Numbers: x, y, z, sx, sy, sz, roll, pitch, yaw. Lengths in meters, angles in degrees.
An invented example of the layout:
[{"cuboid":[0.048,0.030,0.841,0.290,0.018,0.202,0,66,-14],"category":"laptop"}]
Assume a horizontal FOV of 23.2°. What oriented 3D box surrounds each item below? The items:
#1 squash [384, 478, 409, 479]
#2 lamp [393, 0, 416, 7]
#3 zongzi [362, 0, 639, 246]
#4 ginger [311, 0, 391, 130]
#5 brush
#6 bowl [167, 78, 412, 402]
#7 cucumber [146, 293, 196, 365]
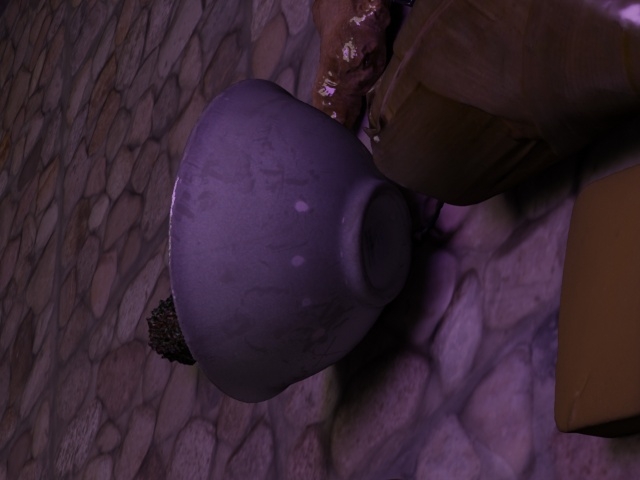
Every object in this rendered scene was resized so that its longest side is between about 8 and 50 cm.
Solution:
[{"cuboid":[0.065,0.282,1.321,0.105,0.105,0.132,-54,49,34],"category":"squash"},{"cuboid":[0.182,-0.372,1.540,0.371,0.108,0.130,-49,18,14],"category":"lamp"},{"cuboid":[0.162,-0.090,1.243,0.447,0.181,0.418,-61,27,30],"category":"zongzi"},{"cuboid":[0.033,-0.222,1.711,0.137,0.074,0.213,130,152,-57],"category":"ginger"},{"cuboid":[0.232,0.044,1.139,0.123,0.059,0.197,-28,49,61],"category":"brush"},{"cuboid":[0.000,0.000,1.479,0.146,0.313,0.313,0,70,27],"category":"bowl"},{"cuboid":[-0.097,0.074,1.741,0.359,0.096,0.096,-25,52,63],"category":"cucumber"}]
